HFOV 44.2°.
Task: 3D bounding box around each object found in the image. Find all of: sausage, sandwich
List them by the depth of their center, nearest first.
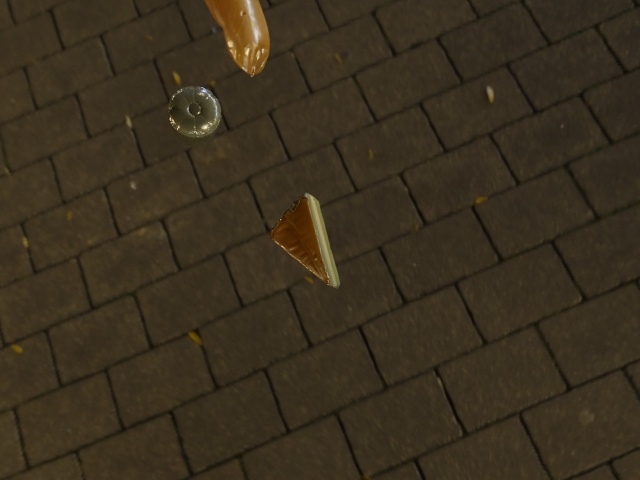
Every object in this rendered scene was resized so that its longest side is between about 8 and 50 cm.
[{"bbox_3d":[0.000,0.000,1.530,0.163,0.079,0.113,40,95,20],"label":"sandwich"},{"bbox_3d":[-0.200,-0.543,1.827,0.116,0.134,0.354,-28,78,19],"label":"sausage"}]

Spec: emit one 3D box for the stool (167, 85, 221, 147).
[{"bbox_3d":[-0.230,-0.220,1.427,0.096,0.110,0.096,2,78,-11],"label":"stool"}]
